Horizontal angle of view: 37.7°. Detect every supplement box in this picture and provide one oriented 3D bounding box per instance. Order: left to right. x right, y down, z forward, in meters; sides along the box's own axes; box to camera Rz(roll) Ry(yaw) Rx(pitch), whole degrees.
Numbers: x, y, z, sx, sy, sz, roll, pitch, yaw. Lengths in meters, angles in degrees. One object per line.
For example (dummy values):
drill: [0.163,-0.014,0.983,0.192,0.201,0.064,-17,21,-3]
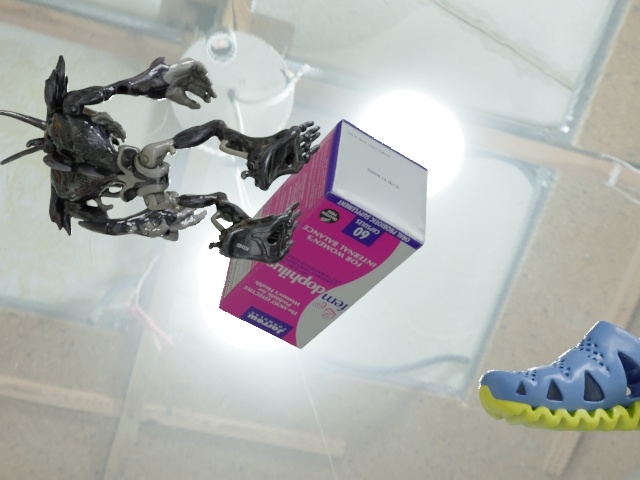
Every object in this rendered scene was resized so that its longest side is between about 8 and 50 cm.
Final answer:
supplement box: [0.000,0.000,0.970,0.111,0.114,0.220,28,-46,-19]

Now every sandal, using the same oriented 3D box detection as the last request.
sandal: [0.337,0.161,1.122,0.317,0.126,0.138,1,-98,-16]

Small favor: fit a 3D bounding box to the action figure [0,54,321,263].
action figure: [-0.138,-0.067,0.798,0.276,0.141,0.164,17,-68,25]
